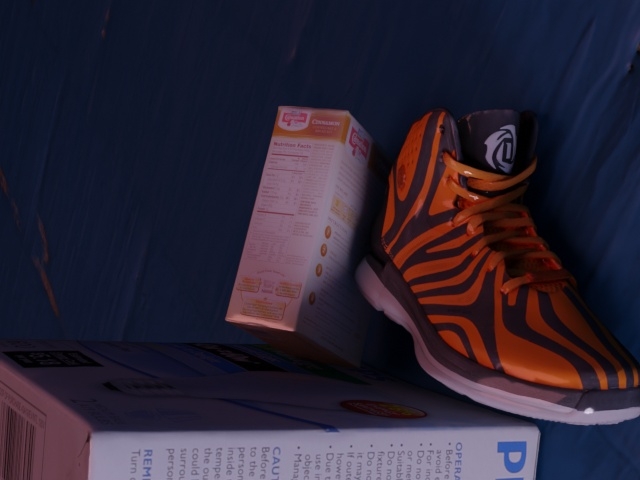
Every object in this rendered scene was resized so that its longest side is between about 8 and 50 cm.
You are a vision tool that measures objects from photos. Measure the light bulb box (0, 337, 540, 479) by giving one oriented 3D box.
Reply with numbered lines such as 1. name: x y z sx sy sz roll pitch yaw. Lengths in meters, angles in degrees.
1. light bulb box: -0.079 0.217 0.992 0.358 0.361 0.225 12 97 60

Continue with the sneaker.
1. sneaker: 0.125 -0.001 0.888 0.321 0.125 0.180 36 120 55

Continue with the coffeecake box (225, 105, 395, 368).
1. coffeecake box: 0.000 0.000 1.033 0.068 0.142 0.185 7 75 26
